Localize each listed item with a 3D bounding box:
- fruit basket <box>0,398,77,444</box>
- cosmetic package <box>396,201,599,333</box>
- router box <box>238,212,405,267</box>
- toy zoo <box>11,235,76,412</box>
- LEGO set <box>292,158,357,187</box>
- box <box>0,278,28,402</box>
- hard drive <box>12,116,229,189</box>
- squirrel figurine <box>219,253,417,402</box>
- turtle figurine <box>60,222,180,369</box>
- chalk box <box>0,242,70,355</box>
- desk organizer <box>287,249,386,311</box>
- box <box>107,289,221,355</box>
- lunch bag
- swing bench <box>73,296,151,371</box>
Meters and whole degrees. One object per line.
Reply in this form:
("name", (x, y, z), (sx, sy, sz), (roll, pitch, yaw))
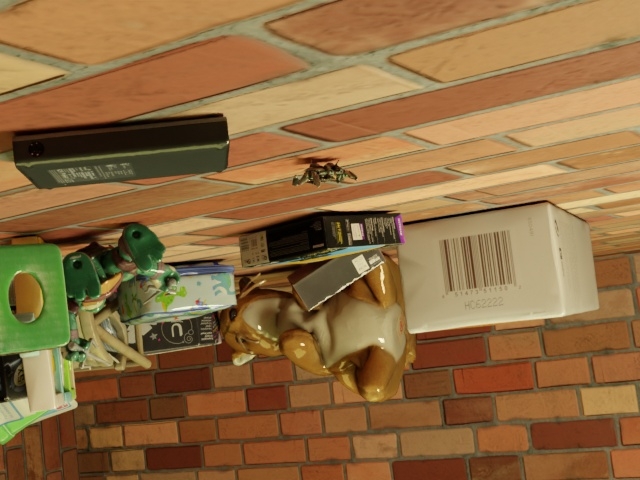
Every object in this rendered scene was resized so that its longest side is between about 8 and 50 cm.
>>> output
("fruit basket", (-0.609, 0.235, 1.549), (0.353, 0.327, 0.165), (-23, -140, -5))
("cosmetic package", (0.296, 0.050, 1.561), (0.230, 0.161, 0.453), (-9, 175, 22))
("router box", (0.000, 0.000, 1.269), (0.133, 0.046, 0.179), (-4, 174, -40))
("toy zoo", (-0.325, 0.101, 1.161), (0.030, 0.192, 0.293), (-7, 174, -9))
("LEGO set", (0.001, -0.059, 0.844), (0.054, 0.023, 0.083), (-3, -173, -12))
("box", (-0.435, 0.116, 1.240), (0.147, 0.180, 0.077), (-8, 176, 23))
("hard drive", (-0.130, -0.058, 0.665), (0.135, 0.022, 0.094), (-6, 174, -7))
("squirrel figurine", (-0.005, 0.182, 2.031), (0.371, 0.280, 0.397), (-2, 174, 19))
("turtle figurine", (-0.254, 0.059, 1.151), (0.175, 0.118, 0.234), (-48, 178, -25))
("chalk box", (-0.348, 0.057, 0.781), (0.289, 0.180, 0.179), (-6, 175, -20))
("desk organizer", (0.021, 0.040, 1.389), (0.130, 0.047, 0.050), (-33, -162, -6))
("box", (-0.341, 0.159, 1.973), (0.247, 0.142, 0.163), (-7, 174, 10))
("lunch bag", (-0.243, 0.090, 1.665), (0.176, 0.090, 0.219), (-3, 173, -24))
("swing bench", (-0.471, 0.163, 1.750), (0.253, 0.165, 0.255), (-8, 174, 13))
